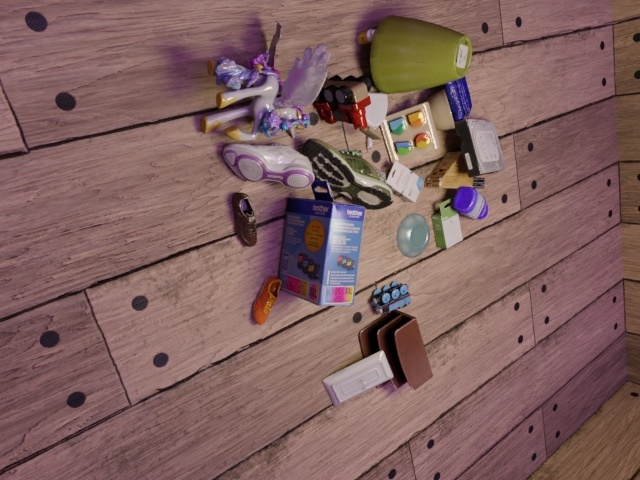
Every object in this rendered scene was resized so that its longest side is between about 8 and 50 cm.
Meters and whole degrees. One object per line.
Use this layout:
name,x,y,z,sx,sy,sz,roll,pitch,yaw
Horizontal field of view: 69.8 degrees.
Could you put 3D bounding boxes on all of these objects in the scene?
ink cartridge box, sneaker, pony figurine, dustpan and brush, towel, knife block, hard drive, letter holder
ink cartridge box,0.000,0.000,1.558,0.151,0.270,0.395,6,94,-37
sneaker,-0.171,-0.262,1.522,0.305,0.114,0.152,14,45,-19
sneaker,-0.185,0.209,1.590,0.064,0.067,0.175,19,88,-35
pony figurine,-0.164,-0.465,1.417,0.363,0.303,0.351,-12,135,-35
dustpan and brush,0.192,-0.450,1.754,0.147,0.060,0.211,-8,94,-29
towel,0.568,-0.667,1.899,0.227,0.076,0.308,-49,124,-50
ink cartridge box,0.557,-0.081,2.031,0.109,0.062,0.209,-24,109,-28
ink cartridge box,0.326,-0.239,1.860,0.180,0.060,0.104,28,82,-33
knife block,0.611,-0.260,2.025,0.276,0.088,0.242,-50,119,-18
hard drive,0.699,-0.402,1.984,0.339,0.064,0.237,-15,91,-51
letter holder,0.307,0.475,1.899,0.214,0.152,0.302,-29,111,-25
sneaker,-0.244,-0.064,1.509,0.066,0.071,0.188,-23,108,-29
sneaker,0.101,-0.271,1.695,0.410,0.158,0.182,31,49,-30

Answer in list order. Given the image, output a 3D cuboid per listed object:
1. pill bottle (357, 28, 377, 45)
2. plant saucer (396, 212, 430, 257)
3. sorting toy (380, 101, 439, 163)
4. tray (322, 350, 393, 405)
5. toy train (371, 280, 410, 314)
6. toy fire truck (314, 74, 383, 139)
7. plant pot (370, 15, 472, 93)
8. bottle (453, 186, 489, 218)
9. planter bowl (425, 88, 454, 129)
pill bottle,0.174,-0.744,1.675,0.043,0.083,0.043,-5,99,-32
plant saucer,0.410,-0.019,1.961,0.195,0.037,0.195,-6,101,-32
sorting toy,0.355,-0.422,1.815,0.208,0.038,0.193,-20,110,4
tray,0.155,0.556,1.826,0.270,0.030,0.145,-25,112,-5
toy train,0.294,0.242,1.900,0.184,0.080,0.105,-20,113,-29
toy fire truck,0.105,-0.443,1.604,0.158,0.217,0.246,-34,125,-25
plant pot,0.376,-0.659,1.648,0.275,0.293,0.275,-26,124,-44
bottle,0.681,-0.153,2.043,0.283,0.092,0.118,18,91,-54
planter bowl,0.471,-0.519,1.866,0.162,0.109,0.162,-15,90,-73
